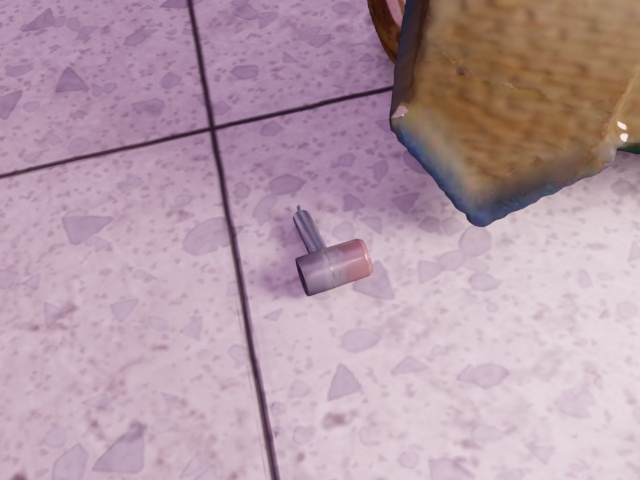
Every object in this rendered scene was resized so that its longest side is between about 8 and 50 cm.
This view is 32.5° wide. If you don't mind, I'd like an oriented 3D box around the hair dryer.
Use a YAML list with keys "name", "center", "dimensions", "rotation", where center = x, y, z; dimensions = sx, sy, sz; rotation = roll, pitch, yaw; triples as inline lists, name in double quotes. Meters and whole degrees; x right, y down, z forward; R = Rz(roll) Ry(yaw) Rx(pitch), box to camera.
- name: "hair dryer"
  center: [0.000, 0.000, 1.005]
  dimensions: [0.063, 0.037, 0.114]
  rotation: [-19, 42, -8]

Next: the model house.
- name: "model house"
  center: [0.266, -0.209, 0.944]
  dimensions: [0.382, 0.342, 0.334]
  rotation: [9, 55, 2]

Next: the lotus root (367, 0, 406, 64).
- name: "lotus root"
  center: [0.113, -0.219, 1.141]
  dimensions: [0.159, 0.095, 0.135]
  rotation: [11, 52, -33]
